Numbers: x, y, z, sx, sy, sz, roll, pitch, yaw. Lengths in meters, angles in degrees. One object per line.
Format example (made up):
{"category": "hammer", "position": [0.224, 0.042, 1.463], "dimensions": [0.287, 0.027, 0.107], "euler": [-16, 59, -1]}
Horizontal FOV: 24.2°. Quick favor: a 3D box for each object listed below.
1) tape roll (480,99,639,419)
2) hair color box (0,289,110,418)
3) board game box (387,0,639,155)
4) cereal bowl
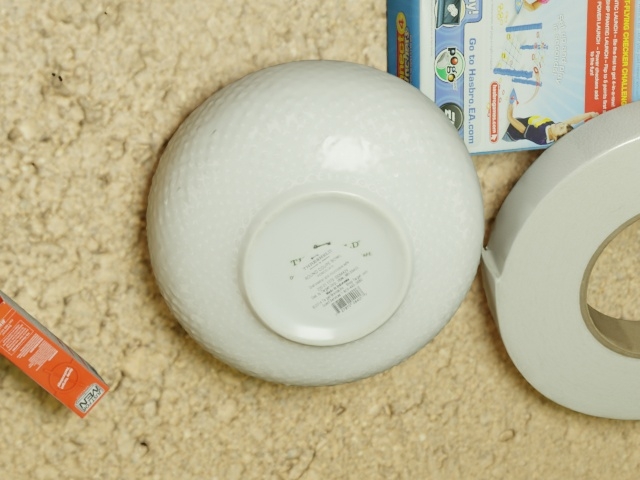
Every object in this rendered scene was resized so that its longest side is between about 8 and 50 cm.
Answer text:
{"category": "tape roll", "position": [0.370, 0.026, 1.615], "dimensions": [0.392, 0.072, 0.392], "euler": [-5, 124, -7]}
{"category": "hair color box", "position": [-0.276, 0.108, 1.458], "dimensions": [0.141, 0.072, 0.043], "euler": [43, 85, -24]}
{"category": "board game box", "position": [0.223, -0.252, 1.557], "dimensions": [0.302, 0.086, 0.308], "euler": [-6, 105, -20]}
{"category": "cereal bowl", "position": [0.000, 0.000, 1.455], "dimensions": [0.339, 0.141, 0.338], "euler": [-2, 111, -5]}
